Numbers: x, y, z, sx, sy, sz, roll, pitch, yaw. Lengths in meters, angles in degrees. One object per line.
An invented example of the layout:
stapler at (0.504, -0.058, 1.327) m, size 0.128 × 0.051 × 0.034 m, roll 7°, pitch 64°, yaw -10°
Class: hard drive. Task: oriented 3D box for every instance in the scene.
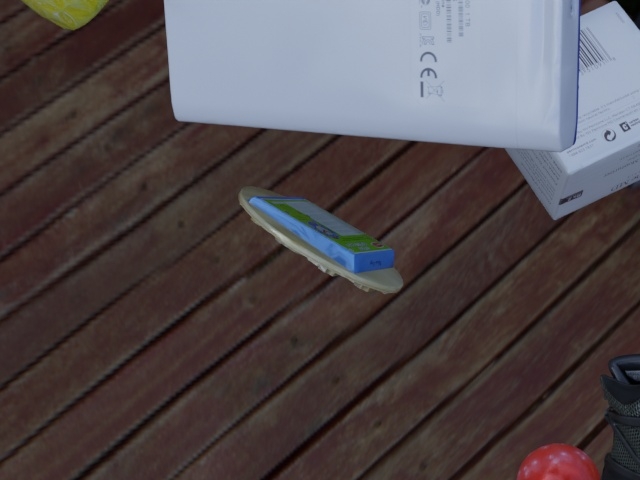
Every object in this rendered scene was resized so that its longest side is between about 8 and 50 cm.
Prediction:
hard drive at (0.025, -0.180, 0.828) m, size 0.318 × 0.210 × 0.040 m, roll 8°, pitch 20°, yaw 30°

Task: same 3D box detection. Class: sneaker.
sneaker at (0.293, 0.178, 1.049) m, size 0.087 × 0.227 × 0.130 m, roll -10°, pitch 64°, yaw -12°

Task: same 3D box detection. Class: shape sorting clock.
shape sorting clock at (0.000, 0.000, 1.276) m, size 0.206 × 0.206 × 0.040 m, roll 29°, pitch 101°, yaw 9°

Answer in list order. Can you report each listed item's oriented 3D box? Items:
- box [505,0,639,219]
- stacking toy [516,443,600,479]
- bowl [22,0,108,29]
box at (0.312, -0.154, 1.381) m, size 0.181 × 0.119 × 0.182 m, roll -26°, pitch 66°, yaw -10°
stacking toy at (0.274, 0.366, 1.183) m, size 0.141 × 0.141 × 0.330 m, roll -10°, pitch 60°, yaw -10°
bowl at (-0.242, -0.353, 1.047) m, size 0.156 × 0.289 × 0.290 m, roll 21°, pitch 58°, yaw -28°
